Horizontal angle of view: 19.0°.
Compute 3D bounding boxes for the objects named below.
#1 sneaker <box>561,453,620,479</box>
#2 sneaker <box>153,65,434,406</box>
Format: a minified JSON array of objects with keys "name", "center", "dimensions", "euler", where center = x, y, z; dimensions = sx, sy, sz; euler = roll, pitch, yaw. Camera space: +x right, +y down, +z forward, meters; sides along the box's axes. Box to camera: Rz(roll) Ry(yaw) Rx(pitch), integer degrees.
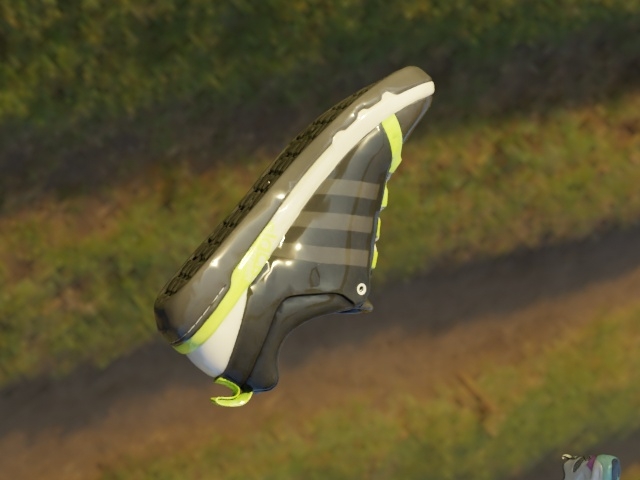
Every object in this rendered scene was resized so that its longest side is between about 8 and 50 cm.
[{"name":"sneaker","center":[0.227,0.231,1.667],"dimensions":[0.038,0.069,0.098],"euler":[-22,112,-60]},{"name":"sneaker","center":[0.000,0.000,1.132],"dimensions":[0.234,0.097,0.084],"euler":[-48,-169,-17]}]
